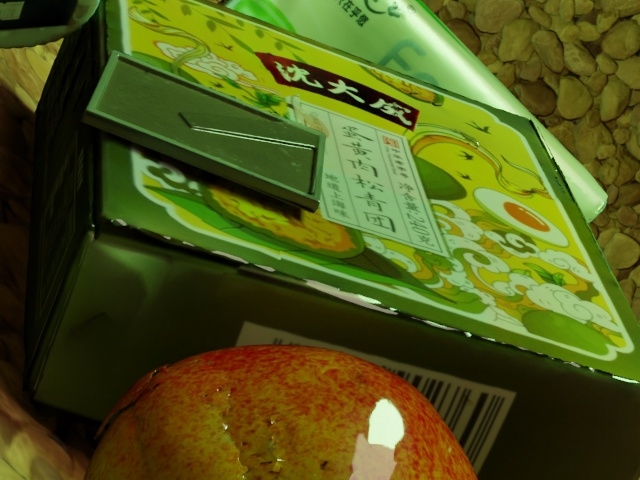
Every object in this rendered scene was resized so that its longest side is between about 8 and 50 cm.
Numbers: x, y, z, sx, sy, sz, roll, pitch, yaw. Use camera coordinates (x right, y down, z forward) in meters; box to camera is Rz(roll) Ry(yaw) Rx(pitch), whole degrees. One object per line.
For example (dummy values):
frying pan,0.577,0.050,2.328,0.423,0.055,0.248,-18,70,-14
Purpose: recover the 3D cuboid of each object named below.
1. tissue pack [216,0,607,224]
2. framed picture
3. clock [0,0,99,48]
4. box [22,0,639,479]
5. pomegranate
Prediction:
tissue pack,0.068,-0.130,1.811,0.405,0.205,0.332,46,-1,-9
framed picture,-0.067,-0.069,1.072,0.149,0.011,0.109,22,25,-7
clock,-0.262,-0.217,1.179,0.194,0.100,0.195,-10,54,-36
box,0.000,0.000,1.177,0.373,0.138,0.420,17,26,-16
pomegranate,-0.023,0.155,0.835,0.210,0.210,0.235,47,20,-17
